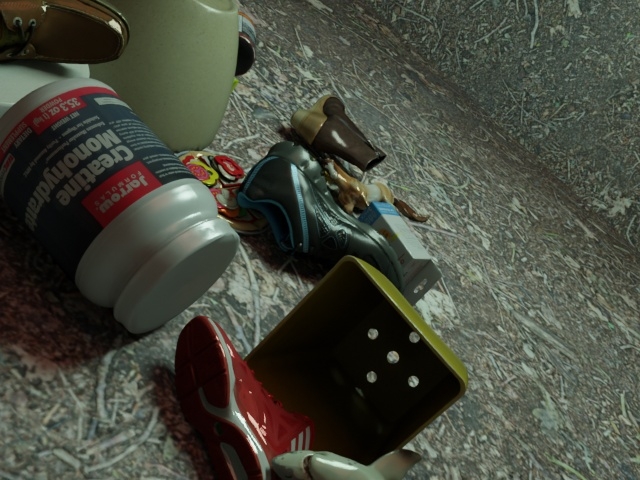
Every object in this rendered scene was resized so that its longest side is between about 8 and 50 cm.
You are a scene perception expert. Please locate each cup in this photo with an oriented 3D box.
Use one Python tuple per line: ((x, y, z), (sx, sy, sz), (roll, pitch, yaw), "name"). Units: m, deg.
((-0.273, -0.349, 1.206), (0.331, 0.237, 0.331), (30, 30, -19), "cup")

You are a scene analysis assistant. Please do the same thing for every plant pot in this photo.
((0.068, 0.164, 0.913), (0.212, 0.212, 0.187), (49, 17, 17), "plant pot")

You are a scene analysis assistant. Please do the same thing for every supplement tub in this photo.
((-0.201, -0.463, 1.602), (0.106, 0.106, 0.198), (26, 29, -23), "supplement tub")
((-0.248, -0.043, 0.832), (0.272, 0.191, 0.191), (45, 28, 12), "supplement tub")

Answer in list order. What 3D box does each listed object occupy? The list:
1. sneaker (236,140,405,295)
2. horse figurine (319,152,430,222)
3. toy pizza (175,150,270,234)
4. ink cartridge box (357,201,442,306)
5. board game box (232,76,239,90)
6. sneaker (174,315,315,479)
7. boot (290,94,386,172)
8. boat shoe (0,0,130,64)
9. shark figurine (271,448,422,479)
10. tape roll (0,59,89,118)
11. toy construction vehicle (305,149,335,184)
((0.000, 0.000, 1.174), (0.341, 0.125, 0.140), (46, 58, -7), "sneaker")
((0.112, -0.077, 1.451), (0.263, 0.066, 0.174), (9, 43, -44), "horse figurine")
((-0.161, -0.090, 1.176), (0.201, 0.032, 0.201), (29, 29, -18), "toy pizza")
((0.128, 0.028, 1.273), (0.061, 0.104, 0.181), (4, 44, -48), "ink cartridge box")
((-0.264, -0.387, 1.477), (0.181, 0.043, 0.092), (50, 29, 19), "board game box")
((-0.087, 0.194, 0.819), (0.128, 0.087, 0.221), (14, 48, -53), "sneaker")
((0.058, -0.235, 1.565), (0.207, 0.090, 0.248), (34, 28, 9), "boot")
((-0.395, -0.270, 0.873), (0.307, 0.111, 0.104), (5, 40, -25), "boat shoe")
((0.066, 0.342, 0.737), (0.166, 0.116, 0.278), (-10, 56, -38), "shark figurine")
((-0.509, -0.261, 0.920), (0.392, 0.072, 0.392), (25, 27, -14), "tape roll")
((-0.017, -0.143, 1.435), (0.098, 0.035, 0.086), (45, 17, 5), "toy construction vehicle")
